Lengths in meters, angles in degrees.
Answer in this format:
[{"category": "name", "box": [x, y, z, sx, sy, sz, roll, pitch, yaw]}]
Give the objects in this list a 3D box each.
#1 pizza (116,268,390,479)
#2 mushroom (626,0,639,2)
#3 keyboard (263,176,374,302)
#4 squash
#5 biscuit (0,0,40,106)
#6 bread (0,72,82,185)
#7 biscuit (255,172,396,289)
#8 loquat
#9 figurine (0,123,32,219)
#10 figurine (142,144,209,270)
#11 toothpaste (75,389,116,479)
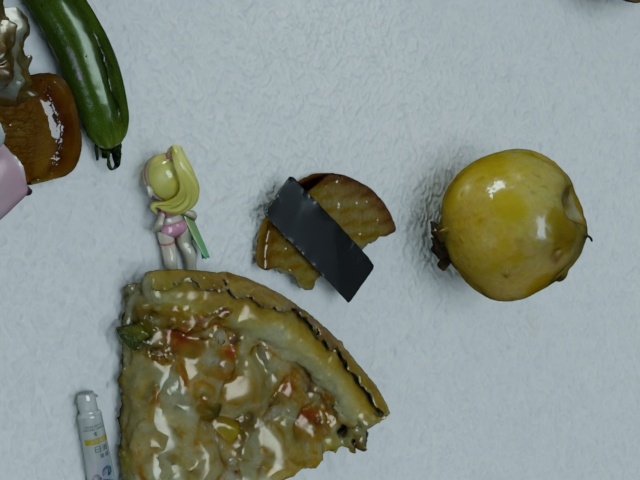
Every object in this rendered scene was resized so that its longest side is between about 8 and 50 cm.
[{"category": "pizza", "box": [-0.123, 0.195, 1.521, 0.435, 0.080, 0.392, -32, 110, -32]}, {"category": "mushroom", "box": [0.517, -0.517, 1.910, 0.278, 0.146, 0.278, 23, 58, -41]}, {"category": "keyboard", "box": [-0.001, 0.000, 1.609, 0.196, 0.015, 0.074, 46, 70, -26]}, {"category": "squash", "box": [-0.301, -0.239, 1.401, 0.080, 0.071, 0.318, -31, 107, -21]}, {"category": "biscuit", "box": [-0.379, -0.312, 1.238, 0.268, 0.115, 0.366, 20, 50, -4]}, {"category": "bread", "box": [-0.352, -0.131, 1.369, 0.126, 0.044, 0.129, -14, 106, -10]}, {"category": "biscuit", "box": [0.010, -0.011, 1.644, 0.228, 0.031, 0.176, 12, 84, -35]}, {"category": "loquat", "box": [0.276, -0.021, 1.706, 0.244, 0.244, 0.244, -1, 91, -34]}, {"category": "figurine", "box": [-0.517, -0.083, 1.202, 0.315, 0.206, 0.284, -42, 119, -33]}, {"category": "figurine", "box": [-0.187, -0.036, 1.488, 0.083, 0.083, 0.187, -16, 110, -33]}, {"category": "toothpaste", "box": [-0.283, 0.284, 1.450, 0.048, 0.031, 0.190, -18, 104, -42]}]
